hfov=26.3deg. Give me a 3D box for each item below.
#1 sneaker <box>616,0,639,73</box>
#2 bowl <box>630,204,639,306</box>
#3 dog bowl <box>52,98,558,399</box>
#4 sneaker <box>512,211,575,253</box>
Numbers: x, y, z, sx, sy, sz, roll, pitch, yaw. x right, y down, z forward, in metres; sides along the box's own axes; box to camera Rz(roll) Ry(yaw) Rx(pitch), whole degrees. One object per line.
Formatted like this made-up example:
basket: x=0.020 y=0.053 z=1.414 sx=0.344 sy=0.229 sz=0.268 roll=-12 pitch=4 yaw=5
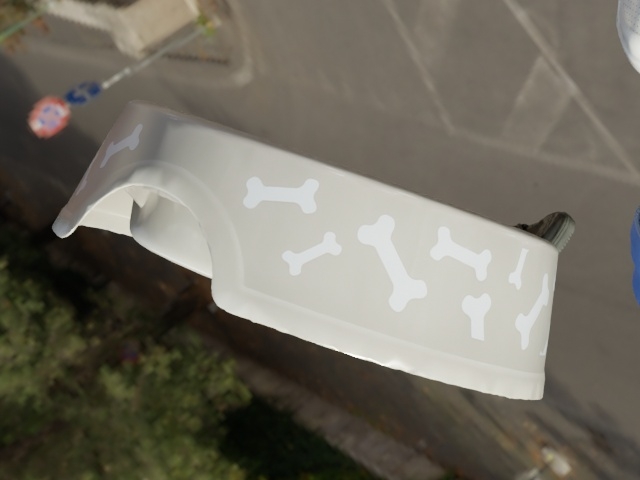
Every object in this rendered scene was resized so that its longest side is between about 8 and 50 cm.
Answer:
sneaker: x=0.222 y=-0.258 z=0.849 sx=0.108 sy=0.293 sz=0.169 roll=6 pitch=162 yaw=41
bowl: x=0.484 y=0.054 z=1.304 sx=0.391 sy=0.391 sz=0.077 roll=33 pitch=123 yaw=40
dog bowl: x=0.000 y=0.000 z=0.927 sx=0.348 sy=0.102 sz=0.349 roll=20 pitch=-179 yaw=0
sneaker: x=0.141 y=0.012 z=1.245 sx=0.089 sy=0.170 sz=0.051 roll=45 pitch=-164 yaw=-13
